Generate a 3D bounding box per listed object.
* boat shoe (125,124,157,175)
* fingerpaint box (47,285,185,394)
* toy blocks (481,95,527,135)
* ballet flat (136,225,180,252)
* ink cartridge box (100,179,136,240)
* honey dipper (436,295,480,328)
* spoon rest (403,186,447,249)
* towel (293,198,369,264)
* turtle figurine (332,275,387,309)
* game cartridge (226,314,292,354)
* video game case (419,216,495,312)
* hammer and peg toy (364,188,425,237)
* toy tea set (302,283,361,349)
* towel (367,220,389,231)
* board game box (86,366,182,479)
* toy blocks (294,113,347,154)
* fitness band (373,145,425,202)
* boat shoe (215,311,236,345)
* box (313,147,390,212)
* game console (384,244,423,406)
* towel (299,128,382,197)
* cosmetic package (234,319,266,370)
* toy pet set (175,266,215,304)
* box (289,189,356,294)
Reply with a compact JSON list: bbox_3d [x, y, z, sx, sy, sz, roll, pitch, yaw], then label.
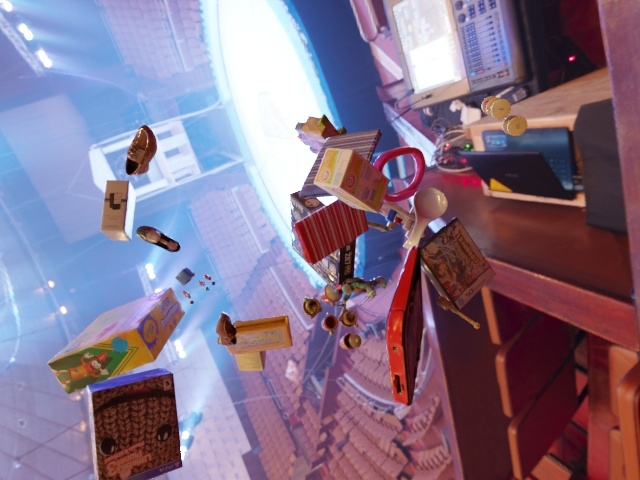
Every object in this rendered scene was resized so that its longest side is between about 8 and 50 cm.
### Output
[{"bbox_3d":[-0.949,-0.457,2.115,0.123,0.116,0.324,37,130,5],"label":"boat shoe"},{"bbox_3d":[-0.830,0.404,1.721,0.445,0.370,0.163,-107,-5,-75],"label":"fingerpaint box"},{"bbox_3d":[0.525,-0.364,1.170,0.123,0.054,0.148,41,-158,-11],"label":"toy blocks"},{"bbox_3d":[-0.645,-0.004,1.628,0.188,0.070,0.070,31,-167,-42],"label":"ballet flat"},{"bbox_3d":[-0.798,-0.118,1.602,0.153,0.086,0.209,131,139,-69],"label":"ink cartridge box"},{"bbox_3d":[0.406,0.214,1.187,0.160,0.030,0.031,41,151,56],"label":"honey dipper"},{"bbox_3d":[0.404,-0.092,1.570,0.137,0.277,0.084,24,161,8],"label":"spoon rest"},{"bbox_3d":[0.044,-0.048,1.463,0.031,0.274,0.199,42,158,49],"label":"towel"},{"bbox_3d":[0.158,0.204,1.646,0.175,0.234,0.118,-20,82,46],"label":"turtle figurine"},{"bbox_3d":[-0.265,0.413,1.720,0.324,0.284,0.053,90,171,-58],"label":"game cartridge"},{"bbox_3d":[0.510,0.088,1.529,0.275,0.248,0.035,55,156,-1],"label":"video game case"},{"bbox_3d":[0.383,-0.129,1.998,0.361,0.128,0.266,28,176,-14],"label":"hammer and peg toy"},{"bbox_3d":[0.085,0.343,1.861,0.336,0.200,0.124,47,147,-1],"label":"toy tea set"},{"bbox_3d":[0.186,-0.078,1.819,0.102,0.236,0.021,165,120,-78],"label":"towel"},{"bbox_3d":[-0.571,0.571,1.242,0.141,0.231,0.292,-13,84,56],"label":"board game box"},{"bbox_3d":[-0.011,-0.582,2.278,0.260,0.191,0.381,22,173,33],"label":"toy blocks"},{"bbox_3d":[0.321,-0.270,1.641,0.054,0.290,0.209,18,123,52],"label":"fitness band"},{"bbox_3d":[-0.300,0.289,1.308,0.178,0.060,0.064,101,-177,-50],"label":"boat shoe"},{"bbox_3d":[0.094,-0.171,1.164,0.103,0.114,0.203,17,174,43],"label":"box"},{"bbox_3d":[0.271,0.261,1.211,0.060,0.342,0.387,7,130,24],"label":"game console"},{"bbox_3d":[0.076,-0.277,1.467,0.243,0.336,0.040,-1,139,30],"label":"towel"},{"bbox_3d":[-0.400,0.596,2.276,0.129,0.153,0.297,-89,-1,-53],"label":"cosmetic package"},{"bbox_3d":[-0.465,0.151,1.488,0.114,0.122,0.065,43,147,0],"label":"toy pet set"},{"bbox_3d":[0.000,0.000,1.766,0.395,0.097,0.319,42,145,42],"label":"box"}]
